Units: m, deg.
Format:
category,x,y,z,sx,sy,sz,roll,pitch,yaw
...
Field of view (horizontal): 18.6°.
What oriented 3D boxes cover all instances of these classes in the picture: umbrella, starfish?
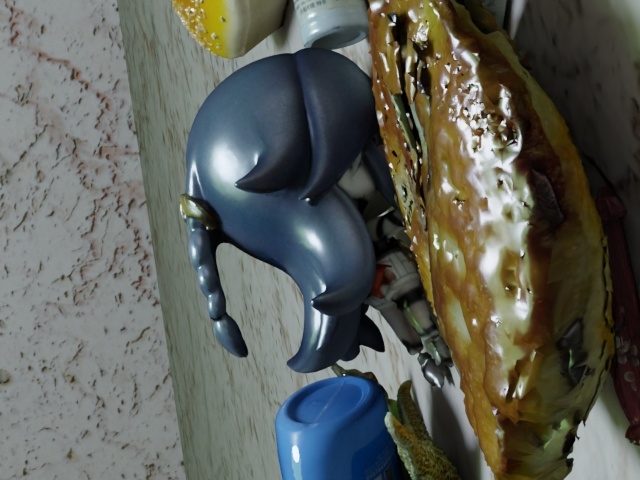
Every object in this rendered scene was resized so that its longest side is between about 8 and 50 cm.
category,x,y,z,sx,sy,sz,roll,pitch,yaw
umbrella,0.165,0.053,1.049,0.027,0.025,0.165,3,-102,-77
starfish,0.081,0.182,1.499,0.208,0.053,0.176,83,173,-60

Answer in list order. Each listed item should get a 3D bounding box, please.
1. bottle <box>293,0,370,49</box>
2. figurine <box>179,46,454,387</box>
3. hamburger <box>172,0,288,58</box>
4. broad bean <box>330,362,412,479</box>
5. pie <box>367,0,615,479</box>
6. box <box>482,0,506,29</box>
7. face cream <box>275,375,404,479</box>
category,x,y,z,sx,sy,sz,roll,pitch,yaw
bottle,-0.010,-0.259,1.544,0.060,0.060,0.217,124,133,-75
figurine,-0.003,-0.015,1.488,0.175,0.197,0.265,-44,49,47
hamburger,-0.099,-0.265,1.847,0.210,0.116,0.173,116,140,-72
broad bean,0.068,0.248,1.637,0.075,0.067,0.325,12,114,43
pie,0.093,-0.022,1.102,0.308,0.085,0.308,165,90,-88
box,0.083,-0.218,1.178,0.245,0.035,0.139,93,163,-50
face cream,0.031,0.243,1.531,0.149,0.083,0.264,-45,-52,-61
